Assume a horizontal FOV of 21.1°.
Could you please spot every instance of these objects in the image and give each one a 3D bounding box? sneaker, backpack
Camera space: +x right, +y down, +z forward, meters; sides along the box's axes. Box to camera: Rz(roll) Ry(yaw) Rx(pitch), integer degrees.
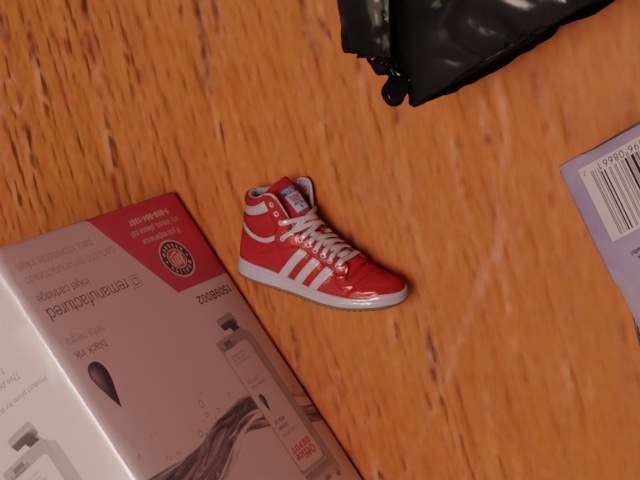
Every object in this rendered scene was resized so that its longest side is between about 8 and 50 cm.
[{"bbox_3d":[0.000,0.000,1.035,0.118,0.042,0.067,14,113,30],"label":"sneaker"},{"bbox_3d":[0.065,-0.179,0.903,0.152,0.115,0.182,-29,86,22],"label":"backpack"}]

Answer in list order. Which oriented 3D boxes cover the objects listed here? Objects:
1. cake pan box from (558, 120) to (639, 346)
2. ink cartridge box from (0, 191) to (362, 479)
[{"bbox_3d":[0.275,0.016,0.828,0.267,0.070,0.246,-31,77,28],"label":"cake pan box"},{"bbox_3d":[-0.097,0.131,1.031,0.117,0.207,0.283,-37,84,28],"label":"ink cartridge box"}]
